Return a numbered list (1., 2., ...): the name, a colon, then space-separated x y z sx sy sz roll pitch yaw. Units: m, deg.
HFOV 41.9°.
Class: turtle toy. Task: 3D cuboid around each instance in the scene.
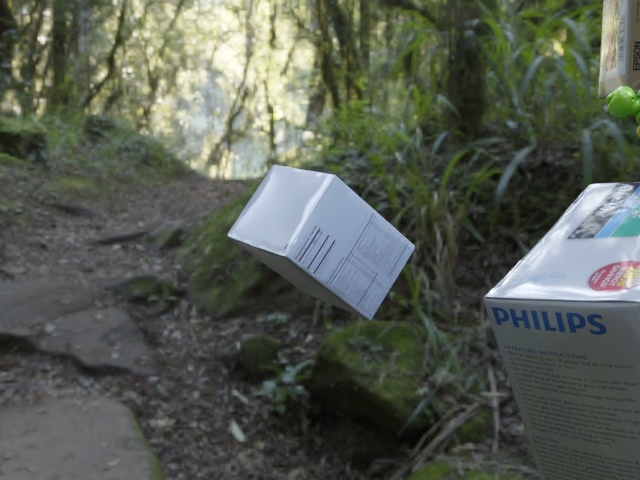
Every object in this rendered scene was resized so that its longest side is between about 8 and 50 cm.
1. turtle toy: 0.469 -0.197 1.180 0.130 0.066 0.095 -11 -36 -8

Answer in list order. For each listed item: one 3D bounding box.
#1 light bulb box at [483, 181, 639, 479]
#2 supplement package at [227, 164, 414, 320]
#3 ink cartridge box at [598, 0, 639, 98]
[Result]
1. light bulb box: 0.450 0.146 1.187 0.225 0.361 0.358 -1 28 44
2. supplement package: 0.000 0.000 1.357 0.203 0.149 0.194 39 -13 -33
3. ink cartridge box: 0.538 -0.358 1.411 0.088 0.235 0.193 1 5 4
